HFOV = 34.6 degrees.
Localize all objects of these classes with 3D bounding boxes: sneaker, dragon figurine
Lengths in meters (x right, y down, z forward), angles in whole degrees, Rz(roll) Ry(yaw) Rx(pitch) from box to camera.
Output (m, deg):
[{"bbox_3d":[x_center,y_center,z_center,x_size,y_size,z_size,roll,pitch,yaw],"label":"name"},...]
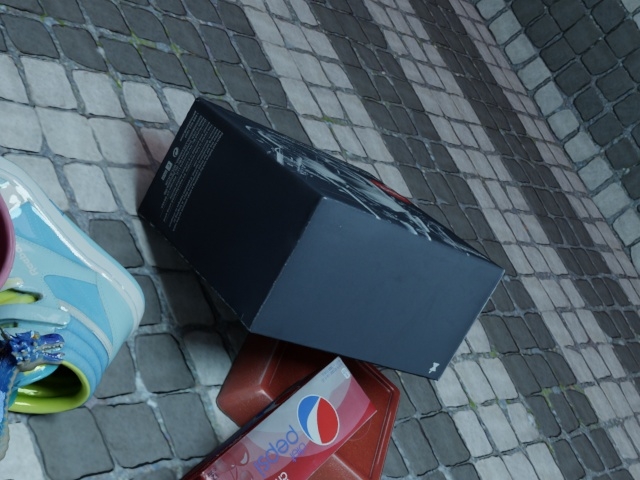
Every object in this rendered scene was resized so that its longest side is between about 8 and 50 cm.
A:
[{"bbox_3d":[-0.324,0.043,1.012,0.319,0.127,0.208,39,31,-18],"label":"sneaker"},{"bbox_3d":[-0.341,0.169,0.857,0.289,0.085,0.144,-21,79,-28],"label":"dragon figurine"}]

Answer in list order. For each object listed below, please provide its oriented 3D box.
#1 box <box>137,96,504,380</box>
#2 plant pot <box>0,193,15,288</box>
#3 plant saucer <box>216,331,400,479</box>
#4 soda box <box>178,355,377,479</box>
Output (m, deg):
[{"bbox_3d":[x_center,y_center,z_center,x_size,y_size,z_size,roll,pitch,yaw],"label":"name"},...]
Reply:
[{"bbox_3d":[0.000,0.000,1.321,0.343,0.179,0.312,19,15,-43],"label":"box"},{"bbox_3d":[-0.396,0.020,0.884,0.201,0.180,0.201,34,35,-28],"label":"plant pot"},{"bbox_3d":[0.006,0.207,1.355,0.259,0.048,0.258,44,31,-13],"label":"plant saucer"},{"bbox_3d":[-0.051,0.236,1.150,0.083,0.092,0.263,55,42,0],"label":"soda box"}]
